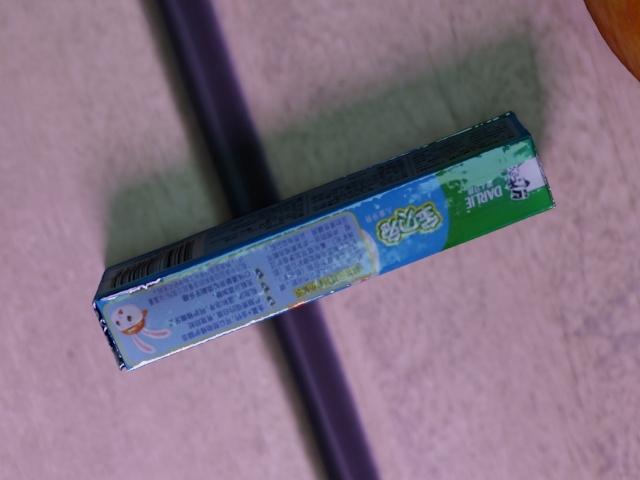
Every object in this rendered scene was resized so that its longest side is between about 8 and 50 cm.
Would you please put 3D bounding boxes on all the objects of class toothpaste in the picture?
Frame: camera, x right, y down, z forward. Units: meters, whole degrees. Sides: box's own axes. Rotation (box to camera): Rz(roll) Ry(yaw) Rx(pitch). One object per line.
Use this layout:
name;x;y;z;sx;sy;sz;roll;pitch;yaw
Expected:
toothpaste;0.000;0.000;0.932;0.266;0.065;0.050;-21;103;4

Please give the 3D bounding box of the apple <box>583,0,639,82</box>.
apple;0.244;-0.174;0.798;0.264;0.264;0.264;0;104;-1
